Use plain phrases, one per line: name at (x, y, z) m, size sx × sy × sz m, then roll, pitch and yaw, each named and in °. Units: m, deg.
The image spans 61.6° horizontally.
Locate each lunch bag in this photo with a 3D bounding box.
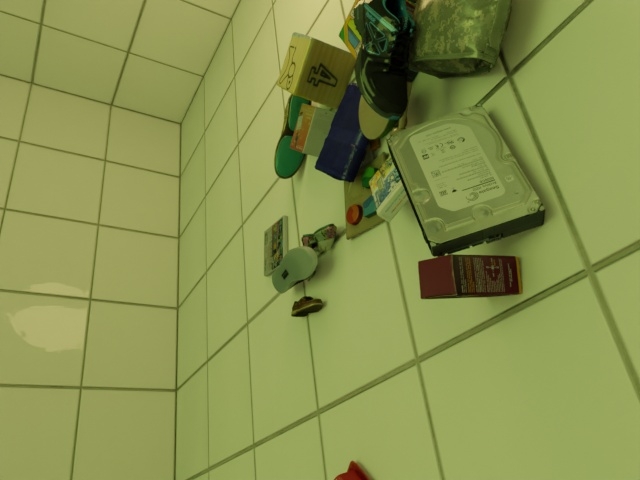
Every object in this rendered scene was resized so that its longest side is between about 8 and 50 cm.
lunch bag at (0.343, -0.516, 1.253) m, size 0.287 × 0.169 × 0.235 m, roll 30°, pitch 108°, yaw 64°

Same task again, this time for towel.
towel at (0.104, -0.337, 1.690) m, size 0.227 × 0.076 × 0.308 m, roll 34°, pitch 103°, yaw 58°

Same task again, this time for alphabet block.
alphabet block at (-0.016, -0.600, 1.897) m, size 0.192 × 0.193 × 0.197 m, roll 50°, pitch 124°, yaw 56°

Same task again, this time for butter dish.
butter dish at (0.064, 0.683, 1.395) m, size 0.160 × 0.118 × 0.160 m, roll 29°, pitch 105°, yaw 59°

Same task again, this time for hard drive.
hard drive at (0.299, -0.139, 1.163) m, size 0.064 × 0.237 × 0.339 m, roll 63°, pitch -169°, yaw -53°

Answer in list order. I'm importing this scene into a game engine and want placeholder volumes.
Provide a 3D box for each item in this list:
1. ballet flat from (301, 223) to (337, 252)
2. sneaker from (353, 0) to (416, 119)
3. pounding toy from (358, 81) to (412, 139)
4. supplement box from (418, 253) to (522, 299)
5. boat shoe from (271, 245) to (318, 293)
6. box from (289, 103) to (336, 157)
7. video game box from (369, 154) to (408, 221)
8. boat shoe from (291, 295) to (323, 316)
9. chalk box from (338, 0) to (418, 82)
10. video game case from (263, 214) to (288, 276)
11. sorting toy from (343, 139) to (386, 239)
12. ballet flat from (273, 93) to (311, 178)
ballet flat at (0.000, 0.000, 1.803) m, size 0.221 × 0.077 × 0.079 m, roll -21°, pitch 81°, yaw 62°
sneaker at (0.161, -0.463, 1.296) m, size 0.139 × 0.125 × 0.341 m, roll -22°, pitch 73°, yaw 55°
pounding toy at (0.207, -0.358, 1.471) m, size 0.237 × 0.110 × 0.183 m, roll -135°, pitch 51°, yaw -57°
supplement box at (0.304, 0.075, 1.093) m, size 0.104 × 0.188 × 0.081 m, roll -18°, pitch 73°, yaw 58°
boat shoe at (-0.066, 0.093, 1.842) m, size 0.113 × 0.105 × 0.306 m, roll 56°, pitch 146°, yaw 13°
box at (-0.028, -0.399, 1.955) m, size 0.130 × 0.091 × 0.170 m, roll 34°, pitch 110°, yaw 59°
video game box at (0.208, -0.172, 1.416) m, size 0.187 × 0.048 × 0.205 m, roll -50°, pitch 21°, yaw 23°
boat shoe at (-0.050, 0.216, 1.813) m, size 0.178 × 0.064 × 0.060 m, roll -31°, pitch 56°, yaw 57°
chalk box at (0.202, -0.572, 1.516) m, size 0.179 × 0.180 × 0.289 m, roll -59°, pitch 36°, yaw 32°
video game case at (-0.180, 0.024, 2.154) m, size 0.183 × 0.023 × 0.201 m, roll -35°, pitch 50°, yaw 52°
sorting toy at (0.130, -0.178, 1.649) m, size 0.229 × 0.041 × 0.307 m, roll -32°, pitch 53°, yaw 53°
ballet flat at (-0.104, -0.407, 2.091) m, size 0.123 × 0.123 × 0.348 m, roll 14°, pitch 94°, yaw 61°
